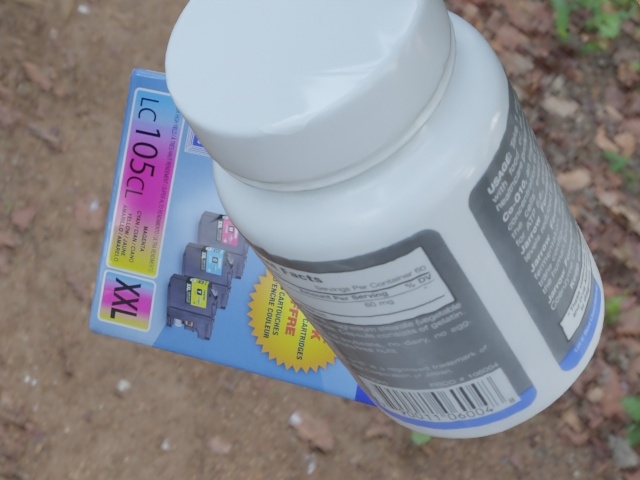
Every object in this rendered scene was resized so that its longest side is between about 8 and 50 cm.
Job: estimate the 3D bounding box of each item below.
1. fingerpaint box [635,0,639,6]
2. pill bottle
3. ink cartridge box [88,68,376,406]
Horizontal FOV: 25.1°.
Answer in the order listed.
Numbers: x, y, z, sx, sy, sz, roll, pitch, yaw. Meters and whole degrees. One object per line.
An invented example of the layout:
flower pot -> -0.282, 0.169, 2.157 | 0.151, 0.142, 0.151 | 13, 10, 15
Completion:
fingerpaint box -> 0.105, -0.236, 0.154 | 0.445, 0.371, 0.163 | 42, 62, -33
pill bottle -> 0.020, -0.012, 0.373 | 0.137, 0.078, 0.078 | 55, 24, -47
ink cartridge box -> 0.000, 0.000, 1.386 | 0.395, 0.270, 0.151 | 12, 8, 16
